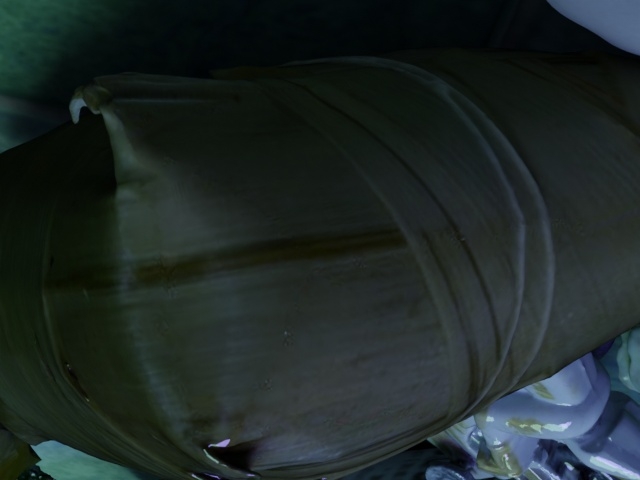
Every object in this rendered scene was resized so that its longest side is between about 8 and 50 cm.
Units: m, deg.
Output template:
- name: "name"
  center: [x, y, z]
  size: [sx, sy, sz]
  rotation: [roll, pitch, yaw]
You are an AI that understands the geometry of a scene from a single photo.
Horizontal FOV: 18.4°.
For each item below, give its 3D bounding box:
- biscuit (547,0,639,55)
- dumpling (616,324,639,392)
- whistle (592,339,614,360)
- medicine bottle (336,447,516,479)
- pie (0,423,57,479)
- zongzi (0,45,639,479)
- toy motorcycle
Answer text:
- name: "biscuit"
  center: [0.163, -0.110, 0.723]
  size: [0.181, 0.049, 0.208]
  rotation: [23, 162, -38]
- name: "dumpling"
  center: [0.243, 0.029, 0.924]
  size: [0.217, 0.105, 0.149]
  rotation: [5, 149, 8]
- name: "whistle"
  center: [0.147, 0.019, 1.007]
  size: [0.033, 0.033, 0.176]
  rotation: [9, 149, 1]
- name: "medicine bottle"
  center: [0.025, 0.241, 1.239]
  size: [0.371, 0.211, 0.211]
  rotation: [-10, 144, 29]
- name: "pie"
  center: [-0.322, 0.071, 1.119]
  size: [0.296, 0.078, 0.371]
  rotation: [39, 155, -30]
- name: "zongzi"
  center: [0.000, 0.000, 0.945]
  size: [0.418, 0.181, 0.447]
  rotation: [-14, -175, -26]
- name: "toy motorcycle"
  center: [0.091, 0.066, 1.034]
  size: [0.229, 0.074, 0.151]
  rotation: [39, 144, -2]
